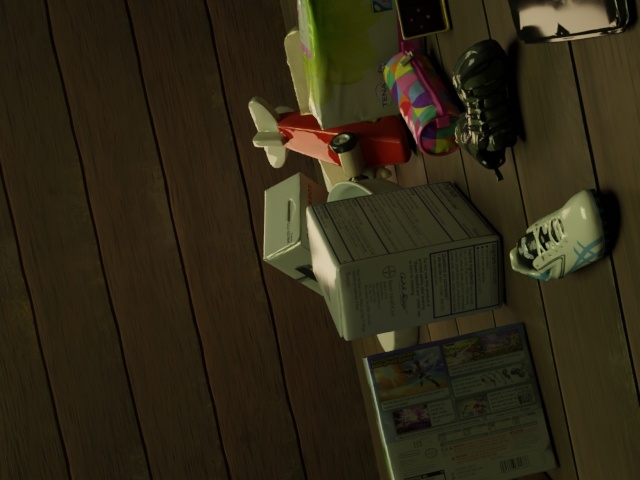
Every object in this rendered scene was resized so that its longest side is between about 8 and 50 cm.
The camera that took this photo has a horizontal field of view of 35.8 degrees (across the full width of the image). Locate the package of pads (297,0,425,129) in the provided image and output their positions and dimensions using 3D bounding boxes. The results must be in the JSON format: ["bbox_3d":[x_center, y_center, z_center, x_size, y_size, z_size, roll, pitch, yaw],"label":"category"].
[{"bbox_3d":[0.078,-0.367,1.869,0.101,0.229,0.296,-112,11,-54],"label":"package of pads"}]

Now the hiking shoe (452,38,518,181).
[{"bbox_3d":[0.254,-0.191,1.446,0.114,0.086,0.227,56,167,35],"label":"hiking shoe"}]

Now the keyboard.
[{"bbox_3d":[0.275,-0.335,1.165,0.317,0.033,0.201,-138,30,-77],"label":"keyboard"}]

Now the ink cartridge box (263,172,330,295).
[{"bbox_3d":[0.000,0.000,2.246,0.273,0.114,0.197,34,-137,-41],"label":"ink cartridge box"}]

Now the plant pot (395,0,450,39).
[{"bbox_3d":[0.173,-0.388,1.704,0.083,0.081,0.081,-68,-34,-84],"label":"plant pot"}]

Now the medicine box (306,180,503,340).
[{"bbox_3d":[0.144,0.028,1.764,0.263,0.289,0.149,-115,17,-62],"label":"medicine box"}]

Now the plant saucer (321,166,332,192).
[{"bbox_3d":[0.064,-0.255,2.700,0.400,0.101,0.400,168,90,-83],"label":"plant saucer"}]

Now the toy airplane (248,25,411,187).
[{"bbox_3d":[0.030,-0.267,2.272,0.384,0.272,0.386,46,154,4],"label":"toy airplane"}]

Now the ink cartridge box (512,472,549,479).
[{"bbox_3d":[0.360,0.495,1.681,0.234,0.088,0.193,-122,19,-68],"label":"ink cartridge box"}]

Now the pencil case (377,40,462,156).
[{"bbox_3d":[0.184,-0.252,1.769,0.104,0.105,0.236,85,169,-45],"label":"pencil case"}]

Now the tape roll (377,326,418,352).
[{"bbox_3d":[0.170,0.106,2.607,0.392,0.072,0.391,168,90,-84],"label":"tape roll"}]

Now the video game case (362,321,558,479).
[{"bbox_3d":[0.226,0.281,1.626,0.061,0.270,0.244,121,137,-83],"label":"video game case"}]

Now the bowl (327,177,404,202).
[{"bbox_3d":[0.154,-0.015,2.074,0.298,0.134,0.297,42,148,34],"label":"bowl"}]

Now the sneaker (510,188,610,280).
[{"bbox_3d":[0.306,0.000,1.272,0.237,0.086,0.085,104,155,-72],"label":"sneaker"}]
